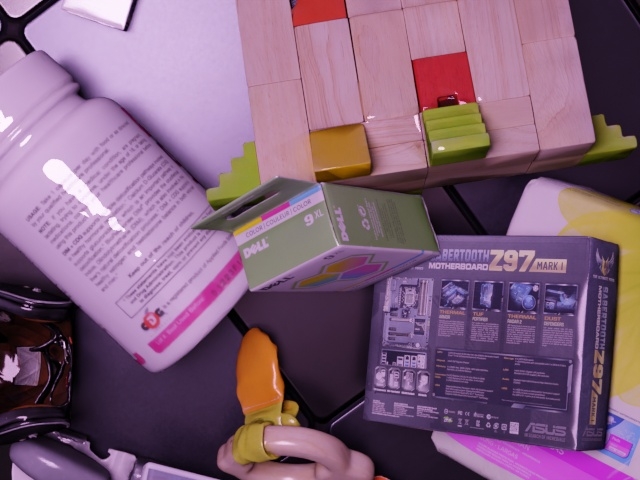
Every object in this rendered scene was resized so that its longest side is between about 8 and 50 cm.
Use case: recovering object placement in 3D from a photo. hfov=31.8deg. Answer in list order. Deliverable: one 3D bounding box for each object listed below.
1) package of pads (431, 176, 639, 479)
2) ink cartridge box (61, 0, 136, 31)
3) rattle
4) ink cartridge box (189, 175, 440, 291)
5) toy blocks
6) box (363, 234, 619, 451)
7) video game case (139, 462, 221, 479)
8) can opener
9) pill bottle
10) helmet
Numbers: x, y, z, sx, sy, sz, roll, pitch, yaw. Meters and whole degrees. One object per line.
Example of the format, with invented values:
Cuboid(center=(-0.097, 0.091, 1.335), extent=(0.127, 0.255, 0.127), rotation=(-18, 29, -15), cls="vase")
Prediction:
Cuboid(center=(0.250, 0.108, 1.048), extent=(0.229, 0.101, 0.296), rotation=(26, 99, 39), cls="package of pads")
Cuboid(center=(-0.197, -0.263, 1.064), extent=(0.063, 0.029, 0.115), rotation=(18, 96, -4), cls="ink cartridge box")
Cuboid(center=(0.001, 0.194, 1.138), extent=(0.200, 0.142, 0.130), rotation=(15, 130, -19), cls="rattle")
Cuboid(center=(0.000, 0.000, 0.992), extent=(0.109, 0.209, 0.062), rotation=(-26, 71, 35), cls="ink cartridge box")
Cuboid(center=(0.075, -0.181, 1.019), extent=(0.381, 0.191, 0.261), rotation=(-8, 81, 2), cls="toy blocks")
Cuboid(center=(0.150, 0.087, 1.027), extent=(0.233, 0.059, 0.183), rotation=(0, 83, 40), cls="box")
Cuboid(center=(-0.094, 0.316, 1.064), extent=(0.190, 0.022, 0.173), rotation=(18, 61, -18), cls="video game case")
Cuboid(center=(-0.175, 0.260, 1.115), extent=(0.280, 0.093, 0.074), rotation=(20, 96, -10), cls="can opener")
Cuboid(center=(-0.198, -0.028, 1.032), extent=(0.160, 0.160, 0.283), rotation=(-45, 98, 4), cls="pill bottle")
Cuboid(center=(-0.312, 0.114, 1.041), extent=(0.161, 0.169, 0.169), rotation=(1, 98, -11), cls="helmet")
